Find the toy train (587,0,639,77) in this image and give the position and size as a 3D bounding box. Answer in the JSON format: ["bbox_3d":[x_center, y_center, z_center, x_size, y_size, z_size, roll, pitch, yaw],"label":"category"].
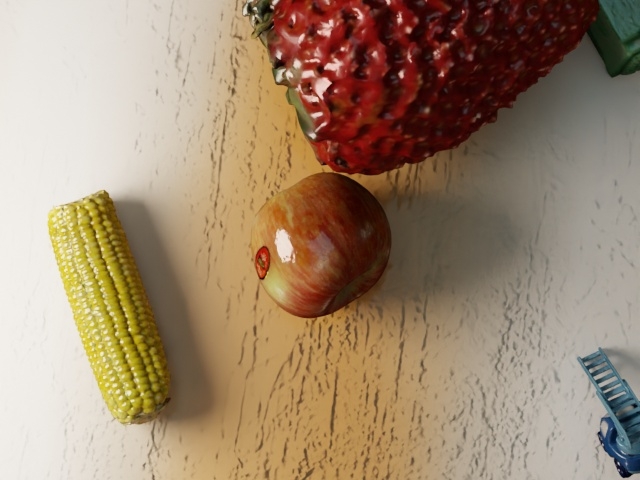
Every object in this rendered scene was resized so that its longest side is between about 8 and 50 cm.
[{"bbox_3d":[0.361,-0.309,1.941,0.266,0.145,0.202,-29,85,-2],"label":"toy train"}]

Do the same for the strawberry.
[{"bbox_3d":[0.100,-0.247,1.867,0.351,0.267,0.312,-22,76,16],"label":"strawberry"}]

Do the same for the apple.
[{"bbox_3d":[0.000,0.000,1.909,0.146,0.146,0.131,-34,74,-3],"label":"apple"}]

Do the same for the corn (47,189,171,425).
[{"bbox_3d":[-0.216,0.068,1.933,0.081,0.081,0.248,-18,82,-1],"label":"corn"}]

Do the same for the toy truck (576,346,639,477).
[{"bbox_3d":[0.306,0.176,1.917,0.063,0.074,0.136,-25,41,-4],"label":"toy truck"}]
